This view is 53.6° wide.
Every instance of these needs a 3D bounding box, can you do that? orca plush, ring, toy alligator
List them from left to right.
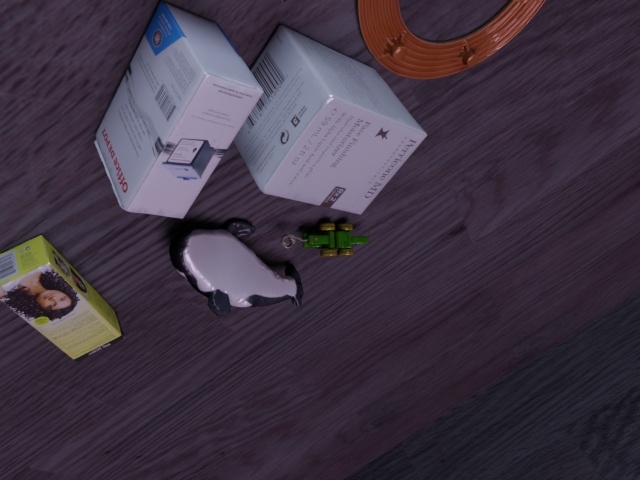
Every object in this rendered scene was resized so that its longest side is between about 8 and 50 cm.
[{"bbox_3d":[-0.148,0.043,1.034,0.287,0.102,0.151,3,89,-53],"label":"orca plush"},{"bbox_3d":[0.000,0.000,1.095,0.190,0.056,0.051,-1,176,-36],"label":"toy alligator"},{"bbox_3d":[0.201,-0.349,0.822,0.337,0.032,0.336,-20,144,-15],"label":"ring"}]

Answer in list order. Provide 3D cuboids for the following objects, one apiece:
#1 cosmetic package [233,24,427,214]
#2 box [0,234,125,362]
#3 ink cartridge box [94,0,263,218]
[{"bbox_3d":[0.003,-0.147,0.817,0.184,0.151,0.151,9,130,-44],"label":"cosmetic package"},{"bbox_3d":[-0.375,0.092,0.916,0.087,0.058,0.232,-27,146,-5],"label":"box"},{"bbox_3d":[-0.166,-0.140,0.709,0.082,0.139,0.190,6,132,-44],"label":"ink cartridge box"}]
